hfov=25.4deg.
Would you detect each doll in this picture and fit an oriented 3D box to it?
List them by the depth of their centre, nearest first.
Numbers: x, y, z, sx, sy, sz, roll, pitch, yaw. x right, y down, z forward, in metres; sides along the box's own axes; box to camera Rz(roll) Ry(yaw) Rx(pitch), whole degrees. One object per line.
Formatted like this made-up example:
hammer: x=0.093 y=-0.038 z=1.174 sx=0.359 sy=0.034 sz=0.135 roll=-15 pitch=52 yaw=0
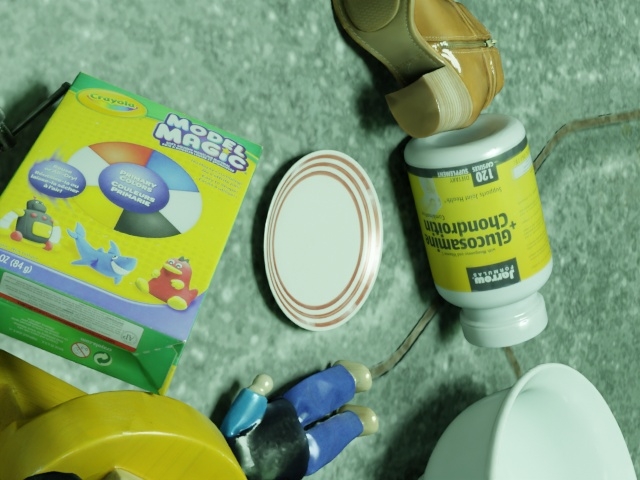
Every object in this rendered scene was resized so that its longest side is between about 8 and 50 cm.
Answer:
doll: x=-0.029 y=0.156 z=1.059 sx=0.189 sy=0.046 sz=0.129 roll=-22 pitch=108 yaw=-47

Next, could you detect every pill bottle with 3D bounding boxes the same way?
pill bottle: x=0.138 y=-0.007 z=1.198 sx=0.103 sy=0.103 sz=0.184 roll=-35 pitch=117 yaw=-42

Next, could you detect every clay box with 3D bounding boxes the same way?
clay box: x=-0.115 y=-0.019 z=0.838 sx=0.222 sy=0.127 sz=0.053 roll=-74 pitch=-173 yaw=-51

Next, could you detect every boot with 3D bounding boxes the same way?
boot: x=0.084 y=-0.185 z=1.159 sx=0.152 sy=0.073 sz=0.197 roll=-32 pitch=108 yaw=-56

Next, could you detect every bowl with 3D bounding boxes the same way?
bowl: x=0.160 y=0.258 z=1.195 sx=0.298 sy=0.134 sz=0.297 roll=27 pitch=57 yaw=-51

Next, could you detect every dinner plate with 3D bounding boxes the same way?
dinner plate: x=0.000 y=0.000 z=1.104 sx=0.141 sy=0.017 sz=0.141 roll=-3 pitch=94 yaw=-49

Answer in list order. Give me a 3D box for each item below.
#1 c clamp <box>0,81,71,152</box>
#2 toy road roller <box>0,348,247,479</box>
c clamp: x=-0.233 y=-0.101 z=0.827 sx=0.137 sy=0.022 sz=0.160 roll=-54 pitch=131 yaw=-25
toy road roller: x=-0.181 y=0.217 z=0.811 sx=0.329 sy=0.240 sz=0.202 roll=-44 pitch=135 yaw=9
